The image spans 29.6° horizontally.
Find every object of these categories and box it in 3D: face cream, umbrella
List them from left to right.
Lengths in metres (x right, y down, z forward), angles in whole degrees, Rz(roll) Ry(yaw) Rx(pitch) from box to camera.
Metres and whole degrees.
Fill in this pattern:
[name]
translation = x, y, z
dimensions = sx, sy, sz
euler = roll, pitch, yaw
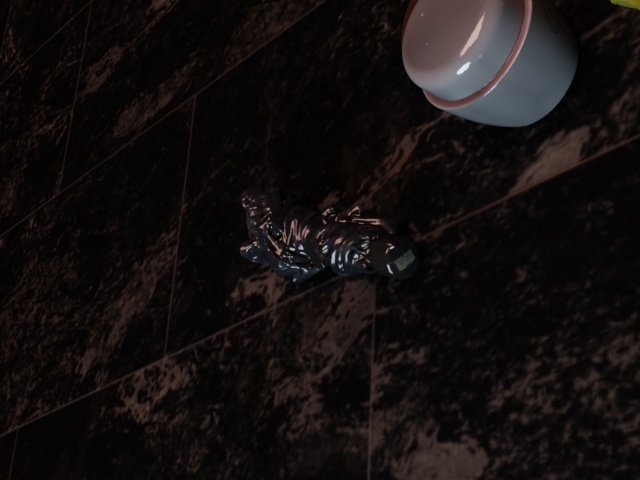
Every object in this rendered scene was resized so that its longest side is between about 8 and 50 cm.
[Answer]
[umbrella]
translation = -0.001, 0.002, 1.058
dimensions = 0.224, 0.071, 0.080
euler = 14, 110, 52
[face cream]
translation = 0.129, -0.147, 0.925
dimensions = 0.117, 0.104, 0.117
euler = -32, 47, 43

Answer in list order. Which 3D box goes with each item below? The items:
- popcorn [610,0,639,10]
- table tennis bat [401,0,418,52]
[popcorn]
translation = 0.262, -0.224, 0.685
dimensions = 0.250, 0.235, 0.241
euler = 135, 129, -78
[table tennis bat]
translation = 0.157, -0.246, 1.023
dimensions = 0.274, 0.021, 0.154
euler = -50, 37, 27
